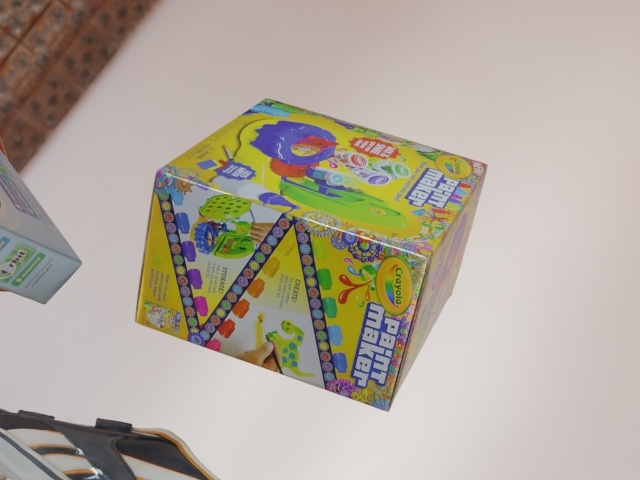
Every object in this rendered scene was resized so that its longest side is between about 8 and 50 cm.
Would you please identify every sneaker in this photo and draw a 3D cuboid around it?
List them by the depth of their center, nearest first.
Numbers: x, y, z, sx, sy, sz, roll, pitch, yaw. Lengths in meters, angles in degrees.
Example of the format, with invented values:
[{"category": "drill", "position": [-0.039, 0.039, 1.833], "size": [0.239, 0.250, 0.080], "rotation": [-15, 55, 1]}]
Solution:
[{"category": "sneaker", "position": [-0.195, 0.205, 0.880], "size": [0.321, 0.126, 0.127], "rotation": [20, 24, 15]}]

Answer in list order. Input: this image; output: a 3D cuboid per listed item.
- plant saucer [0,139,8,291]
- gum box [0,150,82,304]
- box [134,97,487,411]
[{"category": "plant saucer", "position": [-0.408, -0.072, 1.127], "size": [0.259, 0.047, 0.258], "rotation": [4, 56, -53]}, {"category": "gum box", "position": [-0.245, -0.048, 0.660], "size": [0.157, 0.041, 0.184], "rotation": [47, 8, 32]}, {"category": "box", "position": [0.000, 0.000, 1.184], "size": [0.279, 0.177, 0.290], "rotation": [18, 26, 12]}]
